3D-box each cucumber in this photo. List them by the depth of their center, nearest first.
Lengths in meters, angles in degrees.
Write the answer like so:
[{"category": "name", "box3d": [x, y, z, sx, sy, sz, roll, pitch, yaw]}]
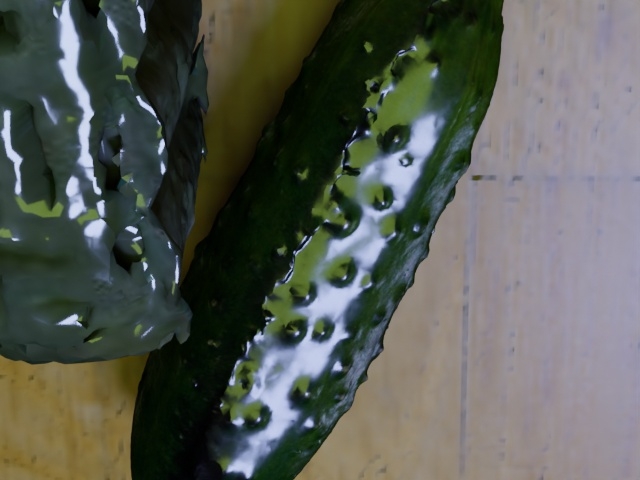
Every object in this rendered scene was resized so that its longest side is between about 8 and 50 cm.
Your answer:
[{"category": "cucumber", "box3d": [0.000, 0.000, 0.596, 0.069, 0.069, 0.227, 23, 113, -9]}]

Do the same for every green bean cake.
[{"category": "green bean cake", "box3d": [-0.160, -0.085, 0.523, 0.255, 0.132, 0.241, 2, 123, 2]}]
